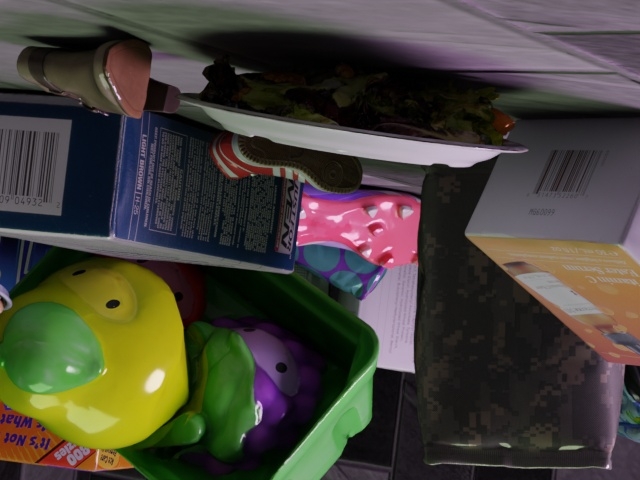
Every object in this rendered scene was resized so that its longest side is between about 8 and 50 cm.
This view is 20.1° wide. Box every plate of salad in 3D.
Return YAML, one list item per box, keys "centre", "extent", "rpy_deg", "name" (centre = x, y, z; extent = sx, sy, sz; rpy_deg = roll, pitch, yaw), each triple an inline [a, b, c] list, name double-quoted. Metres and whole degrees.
- centre: [0.019, -0.075, 1.010]
  extent: [0.199, 0.048, 0.200]
  rpy_deg: [9, -173, -1]
  name: "plate of salad"

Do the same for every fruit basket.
- centre: [-0.158, 0.095, 1.725]
  extent: [0.392, 0.283, 0.392]
  rpy_deg: [40, 168, 10]
  name: "fruit basket"

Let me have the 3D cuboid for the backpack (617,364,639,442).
- centre: [0.389, 0.101, 1.867]
  extent: [0.290, 0.273, 0.355]
  rpy_deg: [-12, -166, -12]
  name: "backpack"

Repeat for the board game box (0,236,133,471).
- centre: [-0.381, 0.109, 2.456]
  extent: [0.356, 0.356, 0.356]
  rpy_deg: [5, 177, 15]
  name: "board game box"

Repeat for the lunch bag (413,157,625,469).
- centre: [0.158, 0.060, 1.448]
  extent: [0.168, 0.235, 0.287]
  rpy_deg: [1, 176, 8]
  name: "lunch bag"

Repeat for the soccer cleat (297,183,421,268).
- centre: [0.014, -0.028, 1.801]
  extent: [0.248, 0.083, 0.095]
  rpy_deg: [3, -151, -32]
  name: "soccer cleat"

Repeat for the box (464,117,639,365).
- centre: [0.201, 0.005, 1.143]
  extent: [0.130, 0.091, 0.170]
  rpy_deg: [2, 151, 49]
  name: "box"

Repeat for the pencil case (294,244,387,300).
- centre: [0.000, 0.000, 1.875]
  extent: [0.151, 0.070, 0.064]
  rpy_deg: [31, 166, 5]
  name: "pencil case"

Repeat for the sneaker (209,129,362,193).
- centre: [-0.029, -0.062, 1.392]
  extent: [0.118, 0.042, 0.067]
  rpy_deg: [18, 168, -32]
  name: "sneaker"

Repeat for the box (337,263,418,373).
- centre: [0.091, 0.057, 2.056]
  extent: [0.119, 0.182, 0.181]
  rpy_deg: [8, 177, -6]
  name: "box"

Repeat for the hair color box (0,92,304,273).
- centre: [-0.158, -0.042, 1.473]
  extent: [0.173, 0.105, 0.347]
  rpy_deg: [6, 177, 21]
  name: "hair color box"

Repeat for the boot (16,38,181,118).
- centre: [-0.136, -0.097, 1.045]
  extent: [0.087, 0.042, 0.118]
  rpy_deg: [14, 172, 19]
  name: "boot"

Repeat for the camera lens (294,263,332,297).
- centre: [-0.138, 0.053, 2.136]
  extent: [0.274, 0.219, 0.219]
  rpy_deg: [8, 177, -23]
  name: "camera lens"

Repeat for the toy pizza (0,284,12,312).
- centre: [-0.355, 0.031, 1.498]
  extent: [0.201, 0.032, 0.201]
  rpy_deg: [15, 165, 4]
  name: "toy pizza"
